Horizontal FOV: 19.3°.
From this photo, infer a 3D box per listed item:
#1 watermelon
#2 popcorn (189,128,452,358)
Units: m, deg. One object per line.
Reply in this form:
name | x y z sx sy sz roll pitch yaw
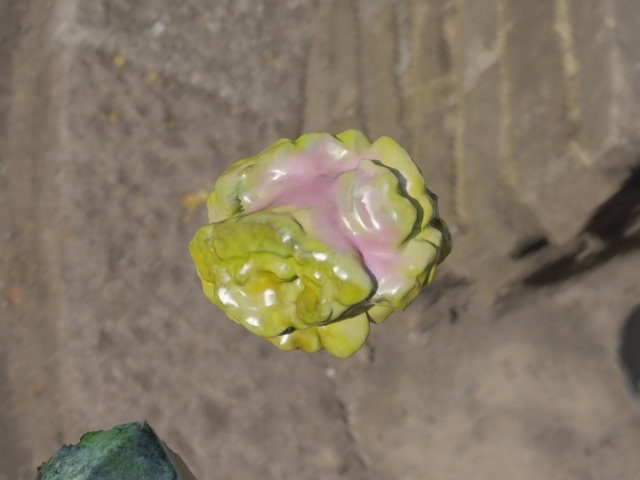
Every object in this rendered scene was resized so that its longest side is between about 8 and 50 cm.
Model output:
watermelon | -0.162 0.256 1.615 0.226 0.318 0.148 -3 45 -27
popcorn | 0.000 0.000 1.089 0.126 0.145 0.126 66 14 18
